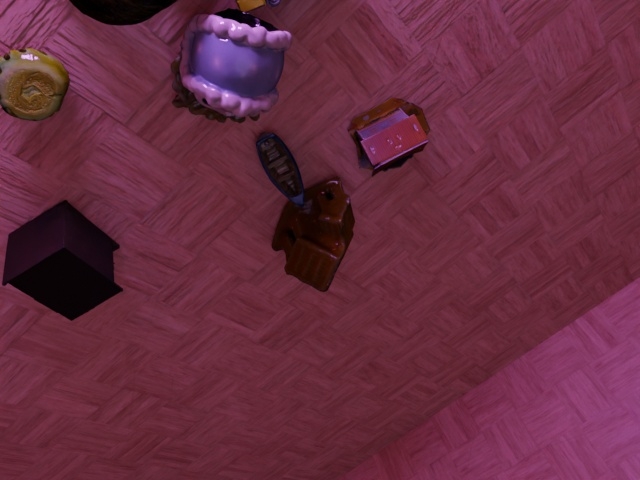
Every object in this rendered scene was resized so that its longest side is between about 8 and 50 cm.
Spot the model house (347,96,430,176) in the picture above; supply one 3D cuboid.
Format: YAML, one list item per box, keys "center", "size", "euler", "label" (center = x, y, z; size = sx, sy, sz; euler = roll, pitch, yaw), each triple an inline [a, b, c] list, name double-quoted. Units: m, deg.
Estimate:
- center: [0.206, -0.245, 1.326]
  size: [0.219, 0.136, 0.207]
  euler: [-25, 135, 0]
  label: "model house"

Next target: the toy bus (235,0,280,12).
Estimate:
- center: [-0.064, -0.514, 0.993]
  size: [0.226, 0.081, 0.074]
  euler: [-23, 132, 2]
  label: "toy bus"

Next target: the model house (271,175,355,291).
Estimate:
- center: [-0.002, -0.008, 1.384]
  size: [0.173, 0.239, 0.268]
  euler: [5, 128, -23]
  label: "model house"

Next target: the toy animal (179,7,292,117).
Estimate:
- center: [-0.156, -0.333, 0.997]
  size: [0.208, 0.156, 0.204]
  euler: [3, 119, -29]
  label: "toy animal"

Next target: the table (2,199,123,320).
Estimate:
- center: [-0.605, 0.055, 1.223]
  size: [0.172, 0.169, 0.193]
  euler: [-30, 138, 5]
  label: "table"

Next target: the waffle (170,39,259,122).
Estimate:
- center: [-0.208, -0.345, 1.102]
  size: [0.223, 0.054, 0.204]
  euler: [5, 129, -29]
  label: "waffle"

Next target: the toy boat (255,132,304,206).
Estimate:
- center: [-0.095, -0.176, 1.307]
  size: [0.080, 0.046, 0.229]
  euler: [-30, 131, 2]
  label: "toy boat"

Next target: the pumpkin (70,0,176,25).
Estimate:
- center: [-0.332, -0.422, 0.895]
  size: [0.278, 0.111, 0.163]
  euler: [5, 143, -13]
  label: "pumpkin"

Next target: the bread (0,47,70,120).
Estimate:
- center: [-0.549, -0.297, 0.981]
  size: [0.130, 0.071, 0.139]
  euler: [-2, 130, -27]
  label: "bread"
